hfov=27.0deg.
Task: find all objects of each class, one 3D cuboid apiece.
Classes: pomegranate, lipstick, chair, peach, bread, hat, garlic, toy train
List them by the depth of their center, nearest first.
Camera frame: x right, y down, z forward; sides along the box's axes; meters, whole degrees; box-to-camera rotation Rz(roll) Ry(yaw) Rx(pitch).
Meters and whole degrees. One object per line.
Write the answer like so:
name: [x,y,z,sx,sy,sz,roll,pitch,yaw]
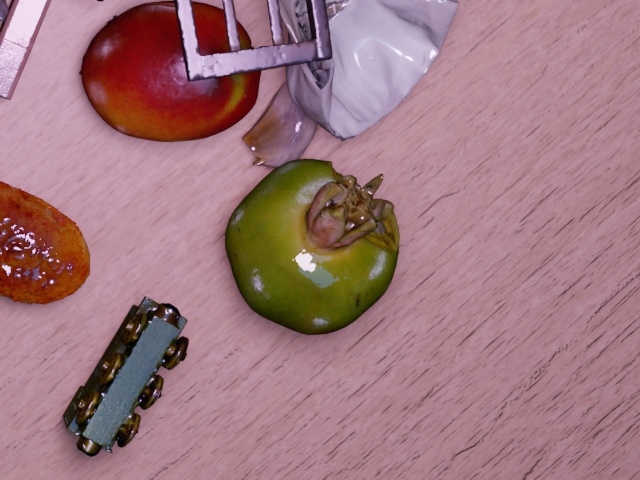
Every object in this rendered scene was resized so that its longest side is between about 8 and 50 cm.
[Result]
chair: [-0.122,-0.412,1.603,0.203,0.240,0.416,-10,101,-15]
lipstick: [-0.384,-0.253,1.684,0.045,0.045,0.145,21,96,-22]
bread: [-0.417,-0.016,1.707,0.269,0.095,0.139,40,82,-17]
peach: [-0.195,-0.216,1.710,0.190,0.226,0.196,50,46,-52]
pomegranate: [0.000,0.000,1.735,0.236,0.302,0.236,3,77,-14]
hat: [0.006,-0.296,1.758,0.258,0.168,0.301,-35,87,-31]
toy train: [-0.258,0.178,1.782,0.090,0.137,0.225,32,88,-17]
garlic: [-0.042,-0.159,1.801,0.084,0.066,0.152,34,94,-19]

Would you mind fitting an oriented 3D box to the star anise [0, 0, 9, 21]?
star anise: [-0.448,-0.388,1.489,0.331,0.118,0.332,0,123,0]
